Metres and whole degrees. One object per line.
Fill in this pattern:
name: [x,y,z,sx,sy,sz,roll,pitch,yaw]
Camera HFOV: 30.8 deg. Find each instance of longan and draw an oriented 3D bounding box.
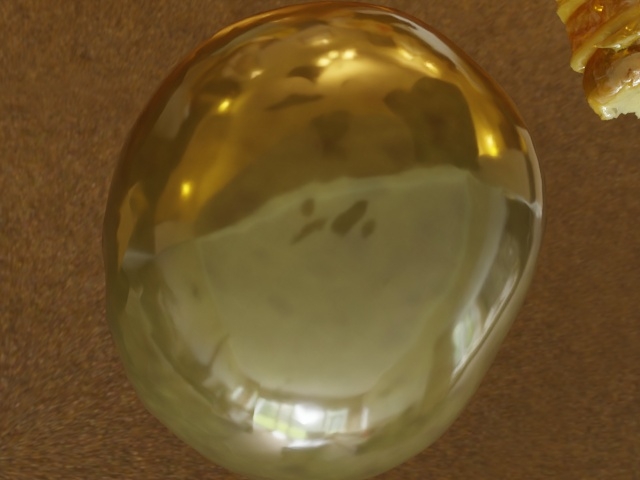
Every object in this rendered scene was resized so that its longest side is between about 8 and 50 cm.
longan: [0.000,0.000,0.881,0.361,0.361,0.361,3,79,-16]

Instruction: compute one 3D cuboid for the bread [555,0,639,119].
bread: [0.251,-0.207,0.655,0.114,0.274,0.185,9,62,-32]
